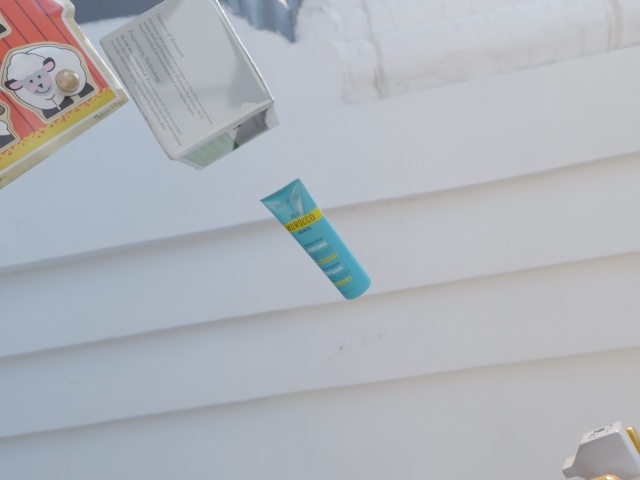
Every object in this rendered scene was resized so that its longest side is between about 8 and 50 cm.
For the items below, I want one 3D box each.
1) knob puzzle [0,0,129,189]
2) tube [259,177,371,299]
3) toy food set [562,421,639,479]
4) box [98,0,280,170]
[{"bbox_3d":[-0.279,-0.150,0.443,0.030,0.213,0.213,-4,-82,59],"label":"knob puzzle"},{"bbox_3d":[0.000,0.000,0.840,0.207,0.080,0.052,51,31,-20],"label":"tube"},{"bbox_3d":[0.241,0.240,0.489,0.232,0.104,0.111,4,58,-60],"label":"toy food set"},{"bbox_3d":[-0.093,-0.120,0.431,0.102,0.087,0.101,59,0,-3],"label":"box"}]
